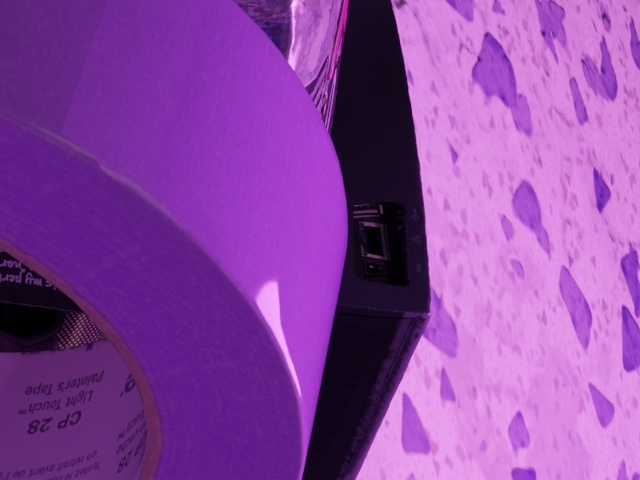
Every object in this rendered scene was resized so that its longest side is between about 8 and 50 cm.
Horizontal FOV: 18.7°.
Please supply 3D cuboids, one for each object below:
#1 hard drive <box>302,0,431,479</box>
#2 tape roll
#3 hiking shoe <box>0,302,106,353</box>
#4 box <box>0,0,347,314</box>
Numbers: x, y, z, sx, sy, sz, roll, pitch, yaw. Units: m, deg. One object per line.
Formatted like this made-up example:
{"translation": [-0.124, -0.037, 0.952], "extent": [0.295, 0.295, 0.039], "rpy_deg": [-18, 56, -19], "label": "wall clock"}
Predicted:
{"translation": [0.000, 0.000, 0.978], "extent": [0.255, 0.054, 0.172], "rpy_deg": [-94, -160, -49], "label": "hard drive"}
{"translation": [-0.133, 0.010, 0.598], "extent": [0.275, 0.274, 0.090], "rpy_deg": [53, 35, -38], "label": "tape roll"}
{"translation": [-0.101, 0.006, 0.872], "extent": [0.114, 0.086, 0.227], "rpy_deg": [62, 31, -33], "label": "hiking shoe"}
{"translation": [-0.076, -0.073, 0.775], "extent": [0.247, 0.163, 0.142], "rpy_deg": [-72, 170, -70], "label": "box"}
